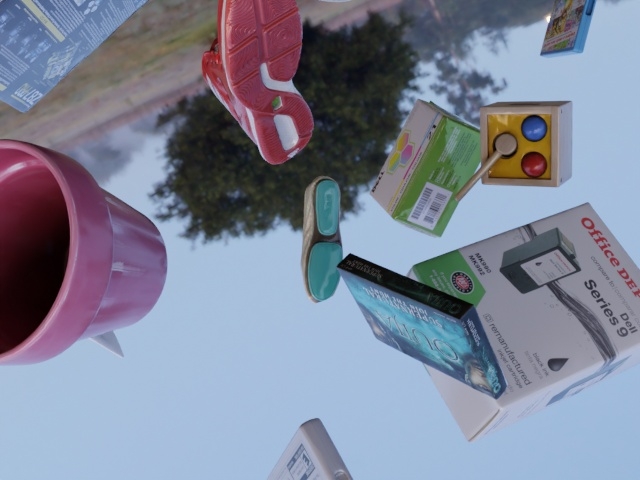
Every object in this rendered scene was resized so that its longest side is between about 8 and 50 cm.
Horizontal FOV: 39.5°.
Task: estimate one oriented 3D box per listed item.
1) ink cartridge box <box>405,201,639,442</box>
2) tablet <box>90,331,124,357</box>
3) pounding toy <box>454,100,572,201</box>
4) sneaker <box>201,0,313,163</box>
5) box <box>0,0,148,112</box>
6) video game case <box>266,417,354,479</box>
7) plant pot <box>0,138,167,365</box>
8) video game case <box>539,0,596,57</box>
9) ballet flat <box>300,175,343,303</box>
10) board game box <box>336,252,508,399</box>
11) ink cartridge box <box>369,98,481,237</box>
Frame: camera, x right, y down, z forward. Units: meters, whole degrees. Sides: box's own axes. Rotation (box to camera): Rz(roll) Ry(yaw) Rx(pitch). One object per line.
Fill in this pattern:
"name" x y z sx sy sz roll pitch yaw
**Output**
"ink cartridge box" 0.270 0.096 1.137 0.289 0.211 0.121 -19 154 -23
"tablet" -0.275 0.111 1.098 0.006 0.083 0.054 -38 -128 3
"pounding toy" 0.267 -0.124 1.238 0.141 0.130 0.100 4 -164 29
"sneaker" -0.081 -0.177 0.833 0.087 0.221 0.128 -35 -124 -21
"box" -0.341 -0.324 1.141 0.318 0.097 0.395 -46 -177 -3
"video game case" 0.015 0.440 1.230 0.036 0.299 0.329 -18 153 -28
"plant pot" -0.252 0.018 0.857 0.201 0.201 0.180 -19 166 23
"video game case" 0.317 -0.311 1.097 0.015 0.166 0.119 13 -173 -8
"ballet flat" 0.000 0.000 1.167 0.057 0.168 0.052 8 172 -24
"board game box" 0.106 0.089 0.943 0.026 0.126 0.186 -43 -143 -20
"ink cartridge box" 0.161 -0.143 1.522 0.188 0.097 0.255 -64 -155 14
